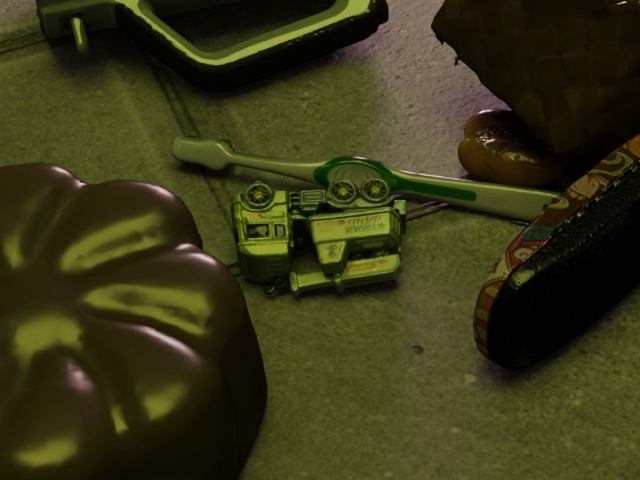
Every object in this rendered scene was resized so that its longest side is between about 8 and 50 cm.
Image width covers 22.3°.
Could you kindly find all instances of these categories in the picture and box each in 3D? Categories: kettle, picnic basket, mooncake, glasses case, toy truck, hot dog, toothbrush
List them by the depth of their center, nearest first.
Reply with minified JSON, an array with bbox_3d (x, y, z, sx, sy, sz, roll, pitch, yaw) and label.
[{"bbox_3d":[-0.234,0.108,1.372,0.378,0.200,0.378,-3,46,3],"label":"mooncake"},{"bbox_3d":[0.257,-0.001,1.484,0.082,0.122,0.321,34,57,31],"label":"glasses case"},{"bbox_3d":[0.000,0.000,1.545,0.169,0.077,0.100,-2,59,-2],"label":"toy truck"},{"bbox_3d":[0.299,-0.258,1.579,0.254,0.321,0.291,6,33,-42],"label":"picnic basket"},{"bbox_3d":[0.047,-0.061,1.620,0.418,0.042,0.040,10,16,17],"label":"toothbrush"},{"bbox_3d":[0.206,-0.084,1.621,0.140,0.060,0.090,8,50,23],"label":"hot dog"},{"bbox_3d":[-0.138,-0.333,1.797,0.377,0.250,0.361,-11,66,-9],"label":"kettle"}]
